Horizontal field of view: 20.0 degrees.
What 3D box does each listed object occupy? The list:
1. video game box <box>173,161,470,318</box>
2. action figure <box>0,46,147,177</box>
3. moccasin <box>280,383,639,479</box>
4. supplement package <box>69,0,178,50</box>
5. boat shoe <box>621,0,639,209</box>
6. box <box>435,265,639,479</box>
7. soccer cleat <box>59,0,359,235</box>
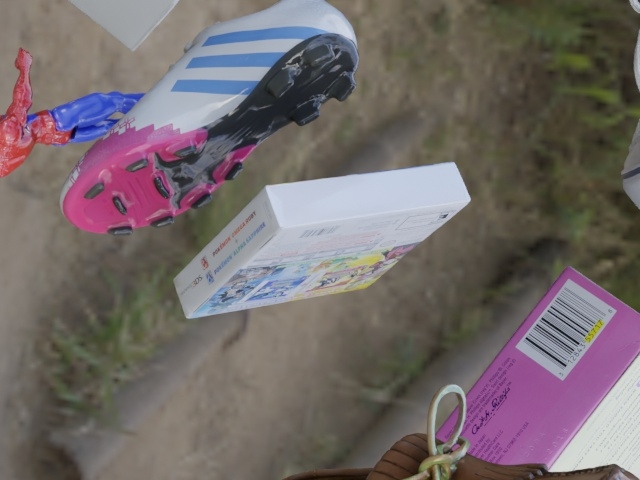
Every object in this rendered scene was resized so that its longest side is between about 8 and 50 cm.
[{"bbox_3d":[0.000,0.000,1.590,0.205,0.187,0.048,-8,67,-35],"label":"video game box"},{"bbox_3d":[-0.276,-0.147,1.862,0.280,0.139,0.091,-20,155,-34],"label":"action figure"},{"bbox_3d":[0.073,0.191,1.230,0.139,0.380,0.147,-40,102,-27],"label":"moccasin"},{"bbox_3d":[-0.159,-0.240,1.272,0.105,0.179,0.105,-56,-169,-29],"label":"supplement package"},{"bbox_3d":[0.306,-0.154,1.408,0.136,0.156,0.367,-33,171,-23],"label":"boat shoe"},{"bbox_3d":[0.250,0.176,1.764,0.213,0.117,0.243,-52,147,-3],"label":"box"},{"bbox_3d":[-0.116,-0.129,1.770,0.143,0.331,0.116,60,3,41],"label":"soccer cleat"}]
